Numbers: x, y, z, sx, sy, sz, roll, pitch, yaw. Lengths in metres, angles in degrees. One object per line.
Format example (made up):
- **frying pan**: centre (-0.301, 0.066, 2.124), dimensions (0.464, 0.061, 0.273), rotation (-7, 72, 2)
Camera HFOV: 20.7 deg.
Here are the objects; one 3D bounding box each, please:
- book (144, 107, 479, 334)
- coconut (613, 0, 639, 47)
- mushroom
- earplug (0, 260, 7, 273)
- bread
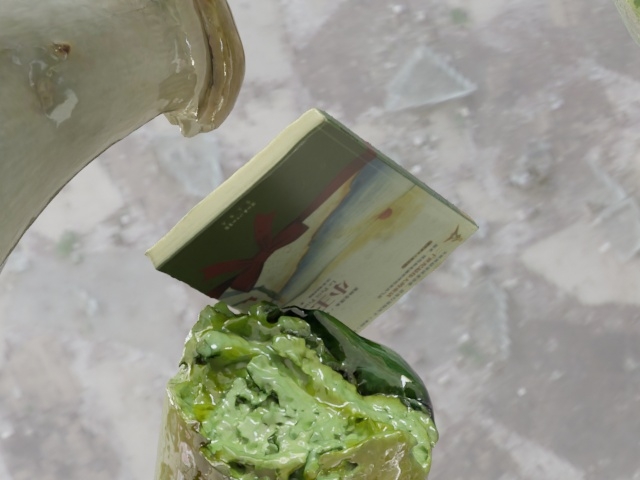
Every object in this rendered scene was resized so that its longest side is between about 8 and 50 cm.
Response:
- **book**: centre (0.000, 0.000, 1.540), dimensions (0.201, 0.289, 0.026), rotation (-42, 55, 14)
- **coconut**: centre (0.401, -0.280, 1.578), dimensions (0.328, 0.328, 0.281), rotation (1, 78, 30)
- **mushroom**: centre (-0.126, -0.040, 0.578), dimensions (0.093, 0.225, 0.116), rotation (-14, 113, 48)
- **earplug**: centre (-0.340, 0.083, 1.335), dimensions (0.185, 0.324, 0.185), rotation (-2, 129, -2)
- **bread**: centre (-0.026, 0.256, 1.561), dimensions (0.251, 0.208, 0.376), rotation (4, 126, -8)
